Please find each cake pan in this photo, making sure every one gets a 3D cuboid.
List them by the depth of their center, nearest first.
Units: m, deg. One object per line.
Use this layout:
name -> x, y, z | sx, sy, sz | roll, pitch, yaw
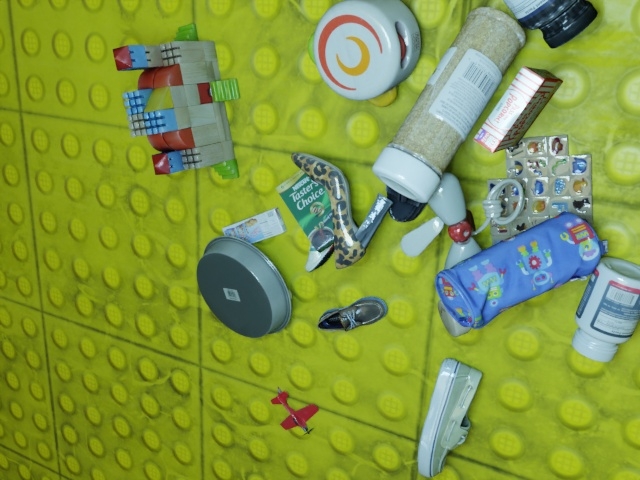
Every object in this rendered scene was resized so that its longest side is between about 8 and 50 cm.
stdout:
cake pan -> -0.205, 0.128, 1.612 | 0.293, 0.054, 0.293 | 21, 130, 28

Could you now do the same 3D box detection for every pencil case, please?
pencil case -> 0.369, 0.058, 1.176 | 0.306, 0.119, 0.133 | -24, 83, -8

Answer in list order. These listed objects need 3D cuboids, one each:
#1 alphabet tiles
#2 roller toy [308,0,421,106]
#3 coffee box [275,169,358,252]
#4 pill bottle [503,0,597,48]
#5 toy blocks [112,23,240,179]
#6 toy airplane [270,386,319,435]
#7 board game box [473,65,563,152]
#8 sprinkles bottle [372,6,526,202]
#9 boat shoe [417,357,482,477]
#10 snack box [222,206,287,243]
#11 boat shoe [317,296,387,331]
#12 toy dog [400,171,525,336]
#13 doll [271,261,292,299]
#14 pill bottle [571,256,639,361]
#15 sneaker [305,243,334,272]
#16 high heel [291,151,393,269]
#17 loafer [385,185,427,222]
alphabet tiles -> 0.432, -0.087, 1.258 | 0.198, 0.009, 0.237 | 0, 105, 30
roller toy -> 0.098, -0.386, 1.267 | 0.209, 0.146, 0.191 | 46, 132, 5
coffee box -> -0.010, -0.076, 1.446 | 0.113, 0.040, 0.184 | -34, 75, 8
pill bottle -> 0.371, -0.445, 1.090 | 0.123, 0.123, 0.219 | -35, 105, 33
toy blocks -> -0.336, -0.305, 1.468 | 0.191, 0.261, 0.381 | -2, 105, 30
toy airplane -> -0.075, 0.459, 1.704 | 0.151, 0.028, 0.151 | 10, 111, 27
board game box -> 0.356, -0.235, 1.137 | 0.045, 0.193, 0.146 | 40, 118, 16
sprinkles bottle -> 0.235, -0.245, 1.158 | 0.121, 0.121, 0.355 | 32, 87, 17
boat shoe -> 0.291, 0.416, 1.441 | 0.094, 0.109, 0.302 | 16, 110, 22
snack box -> -0.169, -0.028, 1.605 | 0.178, 0.022, 0.064 | -18, 97, 32
boat shoe -> 0.073, 0.186, 1.511 | 0.183, 0.066, 0.066 | -23, 94, 33
toy dog -> 0.278, 0.022, 1.296 | 0.161, 0.220, 0.333 | -148, 57, -70
doll -> -0.148, 0.101, 1.620 | 0.189, 0.046, 0.129 | 32, 129, 19
pill bottle -> 0.548, 0.133, 1.203 | 0.108, 0.108, 0.180 | 23, 116, 21
sneaker -> 0.000, 0.000, 1.501 | 0.075, 0.057, 0.161 | 42, 117, 14
high heel -> 0.005, -0.068, 1.377 | 0.261, 0.093, 0.186 | 33, 96, 18
loafer -> 0.191, -0.171, 1.313 | 0.109, 0.095, 0.302 | 25, 116, 21
